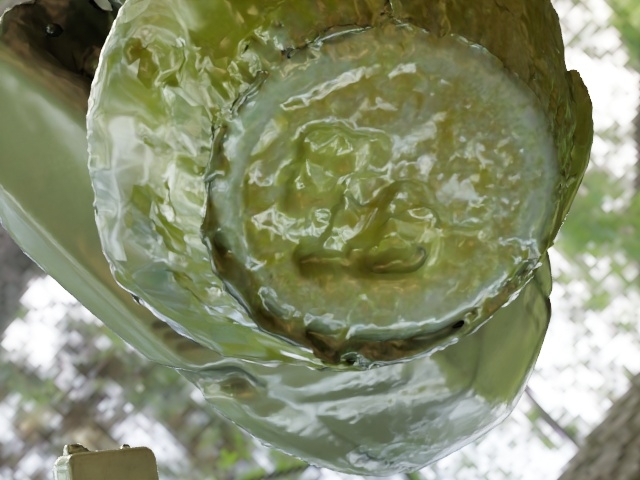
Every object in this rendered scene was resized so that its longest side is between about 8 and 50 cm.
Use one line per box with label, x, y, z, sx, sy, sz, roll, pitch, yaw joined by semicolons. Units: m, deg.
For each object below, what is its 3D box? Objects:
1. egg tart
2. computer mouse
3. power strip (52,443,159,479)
egg tart;0.010;-0.027;0.614;0.197;0.197;0.078;34;-166;-26
computer mouse;0.000;0.000;0.978;0.429;0.228;0.145;42;178;-35
power strip;-0.145;0.239;1.275;0.081;0.035;0.192;0;-103;-41
